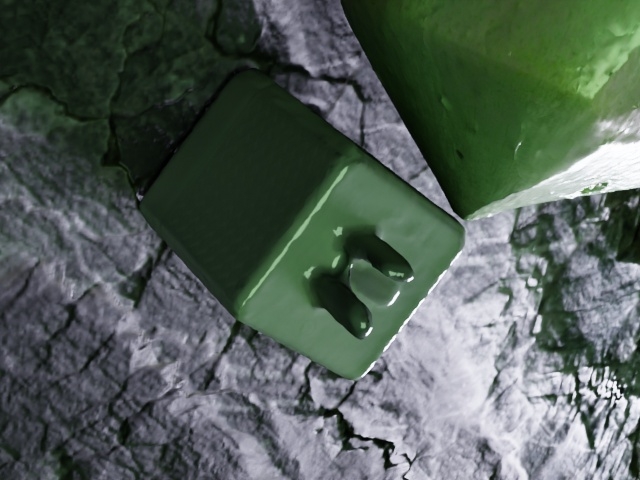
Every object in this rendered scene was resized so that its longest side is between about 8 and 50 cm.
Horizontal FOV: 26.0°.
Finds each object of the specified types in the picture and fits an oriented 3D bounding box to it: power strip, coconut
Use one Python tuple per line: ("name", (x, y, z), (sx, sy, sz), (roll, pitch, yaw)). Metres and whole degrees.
("power strip", (0.000, 0.000, 0.955), (0.140, 0.224, 0.139), (35, 95, -42))
("coconut", (0.166, -0.160, 0.938), (0.328, 0.281, 0.328), (-57, 168, -19))
